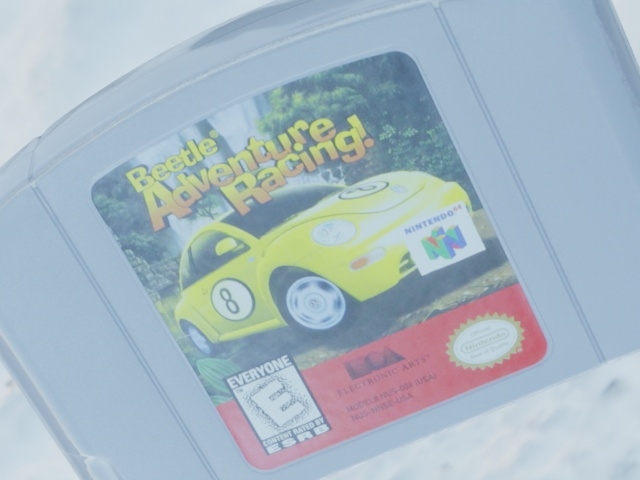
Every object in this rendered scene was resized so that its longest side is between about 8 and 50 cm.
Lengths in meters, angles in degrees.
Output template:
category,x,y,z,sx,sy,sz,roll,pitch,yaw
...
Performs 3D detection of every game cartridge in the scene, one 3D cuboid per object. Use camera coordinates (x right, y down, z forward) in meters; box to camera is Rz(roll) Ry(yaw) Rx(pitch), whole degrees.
category,x,y,z,sx,sy,sz,roll,pitch,yaw
game cartridge,0.000,0.000,0.699,0.294,0.060,0.196,-24,112,11
